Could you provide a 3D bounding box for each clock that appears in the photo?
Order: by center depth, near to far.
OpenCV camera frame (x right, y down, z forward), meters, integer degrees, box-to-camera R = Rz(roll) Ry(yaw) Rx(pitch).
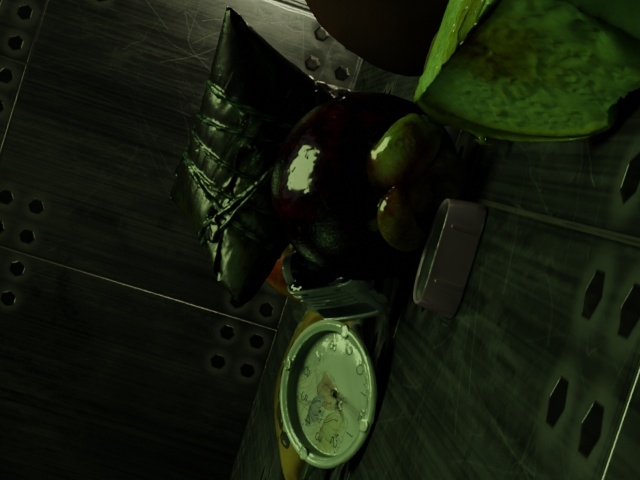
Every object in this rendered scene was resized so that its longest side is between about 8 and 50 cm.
[{"bbox_3d":[0.164,0.021,1.578,0.110,0.050,0.153,176,112,-84],"label":"clock"},{"bbox_3d":[0.022,0.244,1.932,0.236,0.053,0.237,-10,76,48],"label":"clock"}]

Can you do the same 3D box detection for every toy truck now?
[{"bbox_3d":[0.059,-0.039,1.997,0.146,0.175,0.367,-11,48,32],"label":"toy truck"}]

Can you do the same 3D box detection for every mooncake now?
[{"bbox_3d":[0.128,-0.404,1.838,0.174,0.333,0.326,103,169,-61],"label":"mooncake"}]

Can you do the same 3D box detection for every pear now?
[{"bbox_3d":[0.236,-0.254,1.143,0.286,0.176,0.282,130,160,-64],"label":"pear"}]

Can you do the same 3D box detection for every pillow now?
[{"bbox_3d":[-0.004,0.240,2.147,0.312,0.119,0.310,-95,23,-58],"label":"pillow"}]

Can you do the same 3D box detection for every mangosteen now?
[{"bbox_3d":[0.073,-0.076,1.705,0.288,0.288,0.288,-163,90,-84],"label":"mangosteen"}]

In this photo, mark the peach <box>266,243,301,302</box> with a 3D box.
[{"bbox_3d":[0.000,0.000,2.333,0.281,0.238,0.281,-16,-90,-72],"label":"peach"}]

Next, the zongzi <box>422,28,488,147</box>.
[{"bbox_3d":[0.200,-0.185,1.666,0.228,0.115,0.256,107,166,-61],"label":"zongzi"}]

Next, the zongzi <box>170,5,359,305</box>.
[{"bbox_3d":[-0.113,-0.164,1.845,0.383,0.362,0.319,-47,44,0],"label":"zongzi"}]
